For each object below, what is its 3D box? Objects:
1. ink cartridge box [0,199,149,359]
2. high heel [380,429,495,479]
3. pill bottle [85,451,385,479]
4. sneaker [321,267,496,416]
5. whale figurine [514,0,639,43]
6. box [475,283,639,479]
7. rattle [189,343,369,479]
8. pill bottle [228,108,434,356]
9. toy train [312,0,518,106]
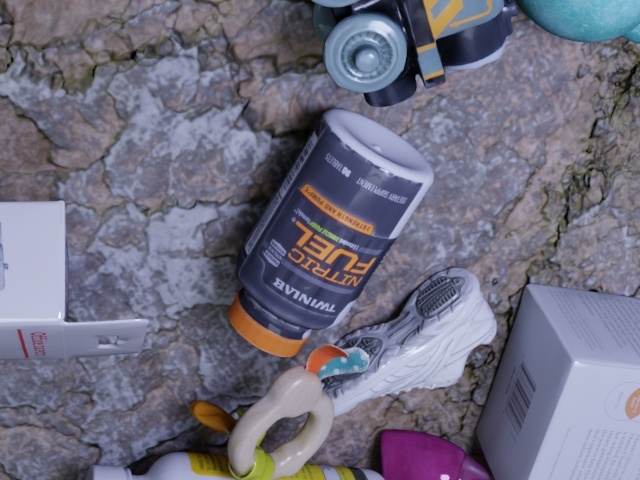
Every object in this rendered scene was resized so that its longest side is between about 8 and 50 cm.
[{"bbox_3d":[-0.343,0.042,1.185,0.354,0.207,0.119,0,76,-11],"label":"ink cartridge box"},{"bbox_3d":[0.095,0.412,1.501,0.181,0.127,0.377,23,95,9],"label":"high heel"},{"bbox_3d":[-0.098,0.335,1.407,0.334,0.188,0.187,8,116,-14],"label":"pill bottle"},{"bbox_3d":[0.100,0.138,1.396,0.232,0.090,0.115,-34,122,9],"label":"sneaker"},{"bbox_3d":[0.309,-0.278,1.176,0.272,0.141,0.216,-11,119,-5],"label":"whale figurine"},{"bbox_3d":[0.383,0.198,1.433,0.345,0.168,0.215,9,116,-14],"label":"box"},{"bbox_3d":[-0.046,0.151,1.347,0.130,0.142,0.199,7,120,-25],"label":"rattle"},{"bbox_3d":[0.000,0.000,1.276,0.130,0.130,0.245,23,112,-21],"label":"pill bottle"},{"bbox_3d":[0.063,-0.280,1.124,0.190,0.142,0.333,-18,120,4],"label":"toy train"}]
